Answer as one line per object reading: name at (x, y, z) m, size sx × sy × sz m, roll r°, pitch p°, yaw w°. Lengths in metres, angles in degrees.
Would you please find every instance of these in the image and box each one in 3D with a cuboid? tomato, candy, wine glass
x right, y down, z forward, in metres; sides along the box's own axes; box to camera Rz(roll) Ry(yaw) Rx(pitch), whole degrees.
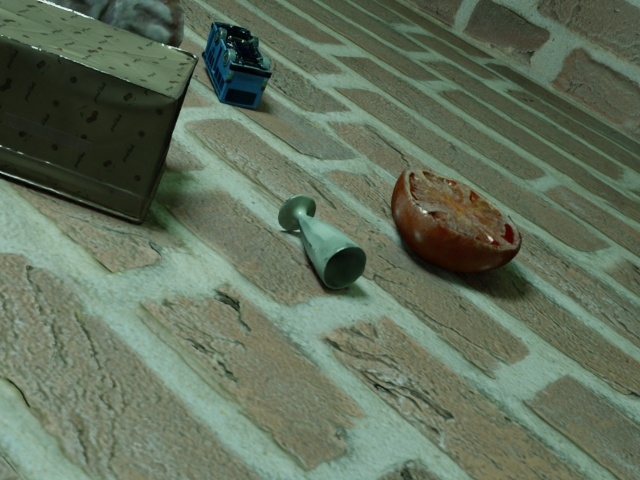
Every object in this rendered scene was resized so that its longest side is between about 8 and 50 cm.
tomato at (0.209, -0.021, 1.525) m, size 0.237 × 0.095 × 0.236 m, roll 23°, pitch 25°, yaw -12°
candy at (-0.382, -0.413, 1.611) m, size 0.290 × 0.214 × 0.157 m, roll 28°, pitch 4°, yaw -34°
wine glass at (0.000, 0.000, 1.332) m, size 0.073 × 0.073 × 0.155 m, roll 5°, pitch 27°, yaw -35°

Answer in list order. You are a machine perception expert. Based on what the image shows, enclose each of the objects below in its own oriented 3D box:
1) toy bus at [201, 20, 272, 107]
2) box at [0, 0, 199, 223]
toy bus at (-0.168, -0.345, 1.808) m, size 0.090 × 0.106 × 0.184 m, roll 7°, pitch 35°, yaw -25°
box at (-0.339, -0.193, 1.271) m, size 0.297 × 0.190 × 0.225 m, roll 20°, pitch 24°, yaw -9°
